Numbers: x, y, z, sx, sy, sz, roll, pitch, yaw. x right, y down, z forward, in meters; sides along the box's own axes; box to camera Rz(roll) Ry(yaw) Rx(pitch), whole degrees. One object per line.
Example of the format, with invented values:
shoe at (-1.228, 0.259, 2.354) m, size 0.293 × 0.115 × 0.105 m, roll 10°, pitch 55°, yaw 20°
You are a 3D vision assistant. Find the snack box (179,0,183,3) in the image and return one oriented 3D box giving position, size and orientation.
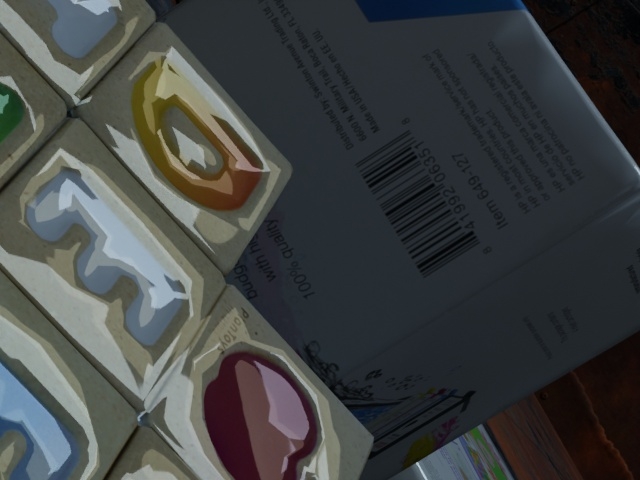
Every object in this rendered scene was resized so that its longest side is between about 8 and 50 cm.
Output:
snack box at (-0.040, -0.268, 1.523) m, size 0.070 × 0.207 × 0.174 m, roll 52°, pitch 8°, yaw -34°

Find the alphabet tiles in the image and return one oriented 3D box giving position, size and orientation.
alphabet tiles at (-0.121, -0.027, 0.283) m, size 0.342 × 0.011 × 0.285 m, roll 49°, pitch 33°, yaw -14°

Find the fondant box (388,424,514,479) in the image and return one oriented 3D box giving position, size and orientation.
fondant box at (0.041, 0.139, 0.848) m, size 0.238 × 0.096 × 0.330 m, roll 61°, pitch 9°, yaw 23°

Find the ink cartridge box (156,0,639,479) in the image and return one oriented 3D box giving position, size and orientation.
ink cartridge box at (0.000, 0.000, 0.626) m, size 0.171 × 0.232 × 0.168 m, roll 61°, pitch 6°, yaw 23°
